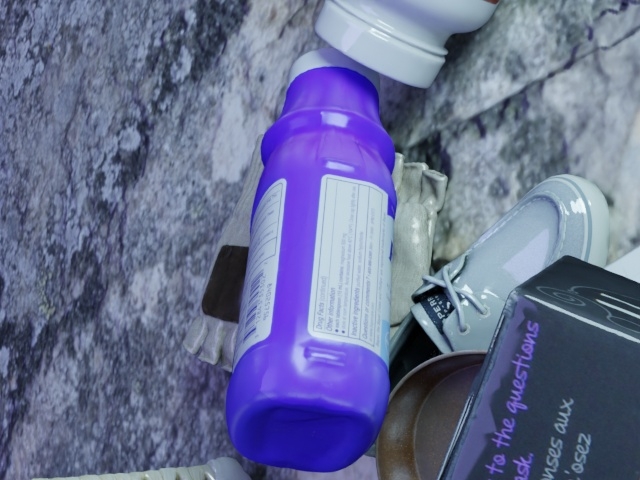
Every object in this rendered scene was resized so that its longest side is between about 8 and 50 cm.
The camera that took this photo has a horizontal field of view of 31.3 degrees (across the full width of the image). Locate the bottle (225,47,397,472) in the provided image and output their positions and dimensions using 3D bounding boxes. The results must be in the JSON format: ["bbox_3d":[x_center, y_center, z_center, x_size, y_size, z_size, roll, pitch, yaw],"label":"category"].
[{"bbox_3d":[0.000,0.000,0.732,0.118,0.092,0.283,111,167,-53],"label":"bottle"}]

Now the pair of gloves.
[{"bbox_3d":[-0.010,0.022,0.859,0.240,0.042,0.204,19,92,49],"label":"pair of gloves"}]

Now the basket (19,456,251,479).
[{"bbox_3d":[-0.189,0.375,0.814,0.331,0.266,0.328,-51,47,35],"label":"basket"}]

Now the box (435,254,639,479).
[{"bbox_3d":[0.184,0.122,0.427,0.270,0.165,0.143,22,100,16],"label":"box"}]

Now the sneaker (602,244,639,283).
[{"bbox_3d":[0.244,0.033,0.534,0.256,0.094,0.151,-42,62,30],"label":"sneaker"}]

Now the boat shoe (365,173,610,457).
[{"bbox_3d":[0.091,0.055,0.705,0.227,0.081,0.079,-59,44,24],"label":"boat shoe"}]

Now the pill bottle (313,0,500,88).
[{"bbox_3d":[0.082,-0.217,0.753,0.121,0.121,0.216,46,115,45],"label":"pill bottle"}]

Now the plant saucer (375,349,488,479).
[{"bbox_3d":[0.110,0.138,0.660,0.168,0.029,0.168,12,112,31],"label":"plant saucer"}]
